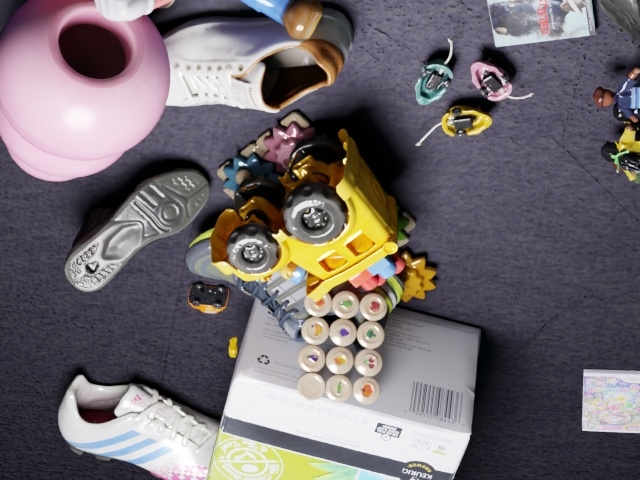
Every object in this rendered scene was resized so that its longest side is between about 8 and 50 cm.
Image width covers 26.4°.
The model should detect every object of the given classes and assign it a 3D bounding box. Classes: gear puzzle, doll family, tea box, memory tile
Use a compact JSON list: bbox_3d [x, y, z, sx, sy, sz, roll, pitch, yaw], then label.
[{"bbox_3d":[0.022,-0.016,1.840,0.175,0.044,0.339,-34,117,32],"label":"gear puzzle"},{"bbox_3d":[0.389,-0.137,1.652,0.111,0.076,0.193,2,125,15],"label":"doll family"},{"bbox_3d":[0.025,0.264,1.962,0.329,0.220,0.323,14,132,-1],"label":"tea box"},{"bbox_3d":[0.028,0.138,1.779,0.113,0.148,0.012,6,175,-7],"label":"memory tile"}]

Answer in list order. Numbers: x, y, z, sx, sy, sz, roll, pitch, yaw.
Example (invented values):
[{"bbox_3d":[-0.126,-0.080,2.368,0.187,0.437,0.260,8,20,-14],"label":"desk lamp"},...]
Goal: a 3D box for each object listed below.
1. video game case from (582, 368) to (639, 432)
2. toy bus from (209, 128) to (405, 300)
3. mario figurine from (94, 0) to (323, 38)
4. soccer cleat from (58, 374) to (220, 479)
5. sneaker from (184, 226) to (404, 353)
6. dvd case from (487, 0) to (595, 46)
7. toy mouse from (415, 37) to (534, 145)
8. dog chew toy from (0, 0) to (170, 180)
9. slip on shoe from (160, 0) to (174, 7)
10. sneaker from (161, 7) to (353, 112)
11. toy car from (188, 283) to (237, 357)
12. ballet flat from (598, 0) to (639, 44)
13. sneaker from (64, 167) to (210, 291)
[{"bbox_3d":[0.428,0.236,1.996,0.087,0.011,0.122,1,130,11],"label":"video game case"},{"bbox_3d":[0.000,0.000,1.738,0.220,0.149,0.211,-32,119,21],"label":"toy bus"},{"bbox_3d":[-0.138,-0.334,1.513,0.321,0.198,0.170,18,144,-9],"label":"mario figurine"},{"bbox_3d":[-0.247,0.294,2.109,0.331,0.116,0.143,11,132,2],"label":"soccer cleat"},{"bbox_3d":[-0.044,0.065,1.836,0.300,0.121,0.111,14,147,8],"label":"sneaker"},{"bbox_3d":[0.258,-0.272,1.597,0.120,0.013,0.087,-5,129,14],"label":"dvd case"},{"bbox_3d":[0.174,-0.194,1.668,0.161,0.031,0.143,-10,127,19],"label":"toy mouse"},{"bbox_3d":[-0.306,-0.170,1.661,0.207,0.206,0.332,27,155,-12],"label":"dog chew toy"},{"bbox_3d":[-0.233,-0.322,1.633,0.051,0.041,0.135,-32,118,32],"label":"slip on shoe"},{"bbox_3d":[-0.108,-0.206,1.656,0.290,0.123,0.106,-11,129,21],"label":"sneaker"},{"bbox_3d":[-0.154,0.119,1.953,0.060,0.122,0.040,-8,148,-7],"label":"toy car"},{"bbox_3d":[0.371,-0.264,1.572,0.173,0.049,0.057,44,152,-18],"label":"ballet flat"},{"bbox_3d":[-0.254,-0.031,1.867,0.227,0.130,0.087,-40,111,5],"label":"sneaker"}]
